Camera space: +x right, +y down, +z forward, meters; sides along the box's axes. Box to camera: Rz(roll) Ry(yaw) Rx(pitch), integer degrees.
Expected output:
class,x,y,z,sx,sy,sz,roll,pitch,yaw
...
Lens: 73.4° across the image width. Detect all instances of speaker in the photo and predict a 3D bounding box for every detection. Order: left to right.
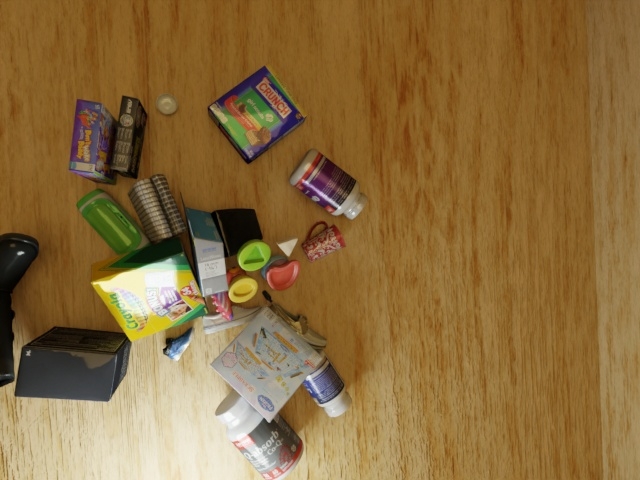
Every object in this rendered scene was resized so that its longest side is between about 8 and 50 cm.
class,x,y,z,sx,sy,sz,roll,pitch,yaw
speaker,-0.792,-0.052,1.660,0.131,0.131,0.296,-40,100,-10

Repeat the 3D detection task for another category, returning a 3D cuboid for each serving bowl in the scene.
class,x,y,z,sx,sy,sz,roll,pitch,yaw
serving bowl,-0.623,-0.551,1.745,0.083,0.027,0.083,0,90,-13

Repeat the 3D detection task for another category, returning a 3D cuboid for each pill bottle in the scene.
class,x,y,z,sx,sy,sz,roll,pitch,yaw
pill bottle,-0.252,0.782,1.762,0.210,0.210,0.363,-40,99,-10
pill bottle,0.016,0.615,1.856,0.153,0.153,0.265,-34,98,-11
pill bottle,0.039,-0.231,1.836,0.323,0.181,0.181,36,82,-12

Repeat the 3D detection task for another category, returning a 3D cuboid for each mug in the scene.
class,x,y,z,sx,sy,sz,roll,pitch,yaw
mug,0.004,0.008,1.886,0.169,0.150,0.113,-29,134,-8

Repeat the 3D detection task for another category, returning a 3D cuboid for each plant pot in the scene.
class,x,y,z,sx,sy,sz,roll,pitch,yaw
plant pot,-0.345,-0.043,1.752,0.167,0.187,0.188,-19,95,-27

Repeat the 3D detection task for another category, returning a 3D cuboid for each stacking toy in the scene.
class,x,y,z,sx,sy,sz,roll,pitch,yaw
stacking toy,-0.242,0.085,1.745,0.309,0.130,0.279,-10,126,-31

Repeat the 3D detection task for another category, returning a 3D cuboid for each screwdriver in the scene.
class,x,y,z,sx,sy,sz,roll,pitch,yaw
screwdriver,-0.198,0.268,1.808,0.024,0.170,0.025,-38,140,-9

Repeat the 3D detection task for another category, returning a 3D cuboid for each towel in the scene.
class,x,y,z,sx,sy,sz,roll,pitch,yaw
towel,-0.614,-0.112,1.630,0.121,0.283,0.235,-26,98,-28

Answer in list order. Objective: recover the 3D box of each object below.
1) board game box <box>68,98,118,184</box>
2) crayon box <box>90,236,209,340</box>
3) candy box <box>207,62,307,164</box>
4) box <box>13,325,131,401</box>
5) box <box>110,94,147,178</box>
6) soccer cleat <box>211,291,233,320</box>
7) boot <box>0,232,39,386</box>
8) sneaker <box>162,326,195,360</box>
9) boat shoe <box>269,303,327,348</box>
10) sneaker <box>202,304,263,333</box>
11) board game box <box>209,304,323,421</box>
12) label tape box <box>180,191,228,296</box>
class,x,y,z,sx,sy,sz,roll,pitch,yaw
board game box,-0.796,-0.335,1.541,0.078,0.347,0.233,7,90,-15
crayon box,-0.623,0.190,1.612,0.313,0.106,0.363,-20,135,-14
candy box,-0.258,-0.523,1.789,0.317,0.122,0.268,-40,99,-12
box,-0.876,0.443,1.559,0.296,0.294,0.183,9,88,-13
box,-0.720,-0.381,1.627,0.060,0.216,0.270,9,88,-15
soccer cleat,-0.408,0.209,1.749,0.095,0.083,0.248,-28,70,-27
boot,-1.061,0.245,1.420,0.146,0.367,0.445,19,47,-46
sneaker,-0.583,0.409,1.752,0.084,0.058,0.152,33,89,-21
boat shoe,-0.097,0.371,1.846,0.302,0.113,0.103,26,90,-12
sneaker,-0.365,0.308,1.788,0.258,0.094,0.091,-16,92,-15
board game box,-0.211,0.480,1.703,0.318,0.066,0.318,43,70,3
label tape box,-0.435,0.005,1.617,0.106,0.240,0.334,-12,125,-19
